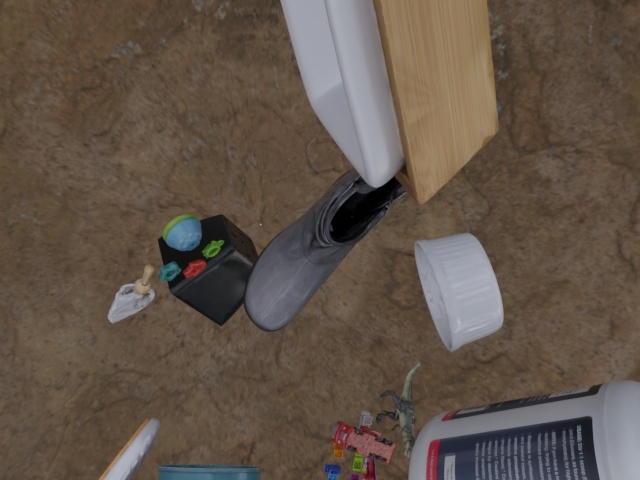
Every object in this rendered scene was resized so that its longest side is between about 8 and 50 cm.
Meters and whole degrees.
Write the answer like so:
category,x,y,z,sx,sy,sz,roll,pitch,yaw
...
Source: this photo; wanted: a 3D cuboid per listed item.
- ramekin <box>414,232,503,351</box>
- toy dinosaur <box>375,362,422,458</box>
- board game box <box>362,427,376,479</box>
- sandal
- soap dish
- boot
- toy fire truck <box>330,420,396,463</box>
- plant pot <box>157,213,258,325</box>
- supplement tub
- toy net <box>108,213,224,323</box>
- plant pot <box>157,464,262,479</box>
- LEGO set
category,x,y,z,sx,sy,sz,roll,pitch,yaw
ramekin,0.331,0.114,1.504,0.135,0.277,0.277,-17,93,0
toy dinosaur,0.226,0.482,1.807,0.118,0.064,0.268,7,82,-12
board game box,0.119,0.557,1.568,0.033,0.133,0.168,-4,61,3
sandal,-0.259,0.272,0.598,0.076,0.102,0.265,33,62,3
soap dish,0.037,-0.206,0.484,0.118,0.229,0.291,-20,124,-4
boot,0.000,0.000,0.966,0.118,0.223,0.338,36,84,-7
toy fire truck,0.081,0.410,1.302,0.192,0.135,0.047,30,77,-34
plant pot,-0.244,0.052,1.466,0.167,0.187,0.188,-37,136,10
supplement tub,0.239,0.239,0.591,0.272,0.191,0.191,-22,94,35
toy net,-0.283,0.056,1.104,0.232,0.122,0.045,-42,66,2
plant pot,-0.292,0.711,1.604,0.272,0.271,0.255,4,71,-6
LEGO set,0.059,0.494,1.476,0.087,0.093,0.227,8,101,-4
